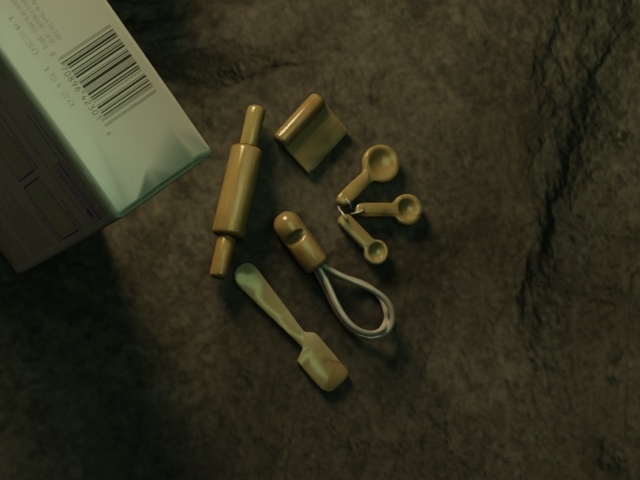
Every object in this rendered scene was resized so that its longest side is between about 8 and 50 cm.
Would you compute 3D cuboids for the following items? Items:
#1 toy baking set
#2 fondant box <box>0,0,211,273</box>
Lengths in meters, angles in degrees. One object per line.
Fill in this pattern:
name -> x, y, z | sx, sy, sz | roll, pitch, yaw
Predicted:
toy baking set -> -0.006, -0.003, 1.767 | 0.196, 0.030, 0.256 | 21, 76, -17
fondant box -> -0.235, -0.112, 1.532 | 0.096, 0.330, 0.238 | -37, 96, -23
